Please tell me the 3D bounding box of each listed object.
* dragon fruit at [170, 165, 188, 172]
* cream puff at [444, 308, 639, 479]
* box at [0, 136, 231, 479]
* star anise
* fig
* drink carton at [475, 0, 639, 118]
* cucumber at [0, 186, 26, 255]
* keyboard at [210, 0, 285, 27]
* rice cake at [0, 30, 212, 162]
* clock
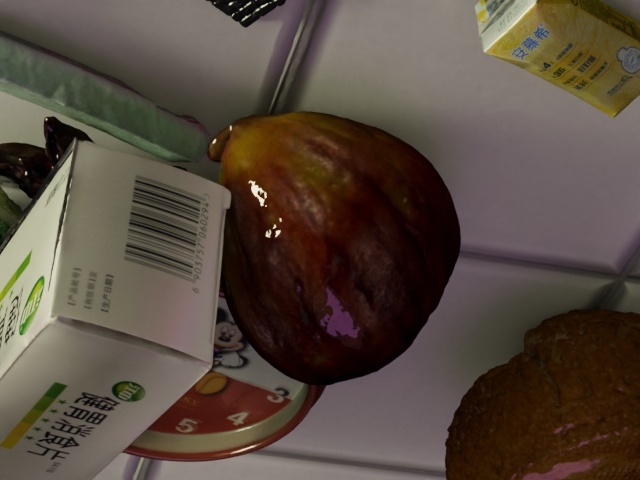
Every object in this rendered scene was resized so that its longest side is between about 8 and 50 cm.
[{"bbox_3d":[-0.141,-0.025,1.495,0.131,0.063,0.097,-19,109,31],"label":"dragon fruit"},{"bbox_3d":[0.269,0.196,1.653,0.303,0.212,0.303,-7,136,-7],"label":"cream puff"},{"bbox_3d":[-0.213,0.080,1.374,0.145,0.173,0.333,20,144,-21],"label":"box"},{"bbox_3d":[-0.227,-0.058,1.409,0.157,0.053,0.212,37,153,-32],"label":"star anise"},{"bbox_3d":[0.010,0.007,1.403,0.224,0.224,0.263,-15,133,15],"label":"fig"},{"bbox_3d":[0.183,-0.175,1.299,0.200,0.074,0.084,22,135,-29],"label":"drink carton"},{"bbox_3d":[-0.358,0.016,1.502,0.074,0.074,0.241,31,133,-34],"label":"cucumber"},{"bbox_3d":[-0.118,-0.239,1.243,0.072,0.023,0.231,-31,133,33],"label":"keyboard"},{"bbox_3d":[-0.229,-0.133,1.352,0.290,0.051,0.081,22,168,-26],"label":"rice cake"},{"bbox_3d":[-0.145,0.112,1.626,0.318,0.080,0.318,2,137,2],"label":"clock"}]
